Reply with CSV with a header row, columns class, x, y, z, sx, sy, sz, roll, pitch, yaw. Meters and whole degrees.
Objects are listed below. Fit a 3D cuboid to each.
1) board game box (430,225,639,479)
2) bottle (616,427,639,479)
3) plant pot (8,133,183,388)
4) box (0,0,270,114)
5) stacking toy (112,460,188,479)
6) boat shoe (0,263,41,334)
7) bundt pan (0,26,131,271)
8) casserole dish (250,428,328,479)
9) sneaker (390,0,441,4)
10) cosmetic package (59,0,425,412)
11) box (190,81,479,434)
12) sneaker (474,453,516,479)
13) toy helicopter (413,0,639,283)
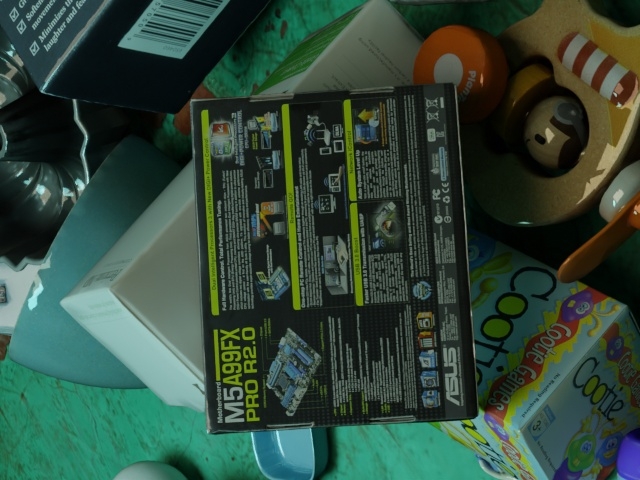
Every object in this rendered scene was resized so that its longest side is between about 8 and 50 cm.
class,x,y,z,sx,sy,sz,roll,pitch,yaw
board game box,0.144,0.095,1.411,0.275,0.142,0.144,29,160,44
bottle,0.310,0.297,1.337,0.118,0.092,0.283,9,106,47
plant pot,-0.192,0.052,1.796,0.195,0.290,0.290,28,128,2
box,-0.224,-0.378,1.676,0.293,0.212,0.395,-46,62,26
stacking toy,-0.154,0.397,1.831,0.480,0.350,0.351,-132,45,-55
boat shoe,-0.362,0.077,2.099,0.367,0.156,0.136,-5,91,23
bundt pan,-0.358,-0.135,1.963,0.331,0.124,0.331,13,111,36
casserole dish,-0.036,0.188,1.790,0.114,0.037,0.188,-1,98,52
sneaker,0.109,-0.282,1.333,0.292,0.108,0.169,-82,-10,-82
cosmetic package,-0.043,-0.028,1.440,0.155,0.365,0.197,46,159,-12
box,0.011,0.015,1.278,0.060,0.216,0.270,60,-154,-83
sneaker,0.170,0.171,1.491,0.211,0.081,0.080,26,120,47
toy helicopter,0.254,-0.118,1.277,0.355,0.140,0.235,-32,67,37
